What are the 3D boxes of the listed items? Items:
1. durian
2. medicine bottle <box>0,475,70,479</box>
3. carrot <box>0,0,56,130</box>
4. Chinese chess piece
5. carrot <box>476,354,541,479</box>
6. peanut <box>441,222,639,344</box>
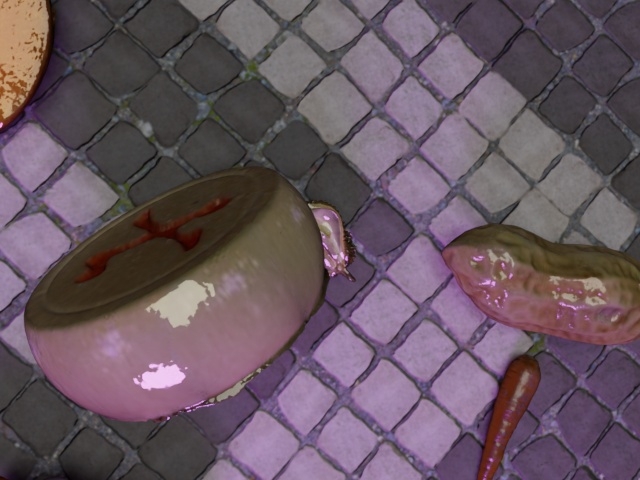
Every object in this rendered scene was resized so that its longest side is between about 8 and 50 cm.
[{"bbox_3d":[0.002,-0.002,0.894,0.140,0.071,0.110,45,119,-8],"label":"durian"},{"bbox_3d":[-0.298,0.394,0.805,0.289,0.157,0.157,29,85,-7],"label":"medicine bottle"},{"bbox_3d":[-0.475,-0.251,0.834,0.258,0.100,0.307,29,93,-8],"label":"carrot"},{"bbox_3d":[-0.157,0.049,0.745,0.338,0.338,0.140,-28,114,-7],"label":"Chinese chess piece"},{"bbox_3d":[0.263,0.266,0.945,0.048,0.048,0.216,21,91,-7],"label":"carrot"},{"bbox_3d":[0.318,0.060,0.899,0.325,0.153,0.140,16,82,-14],"label":"peanut"}]
